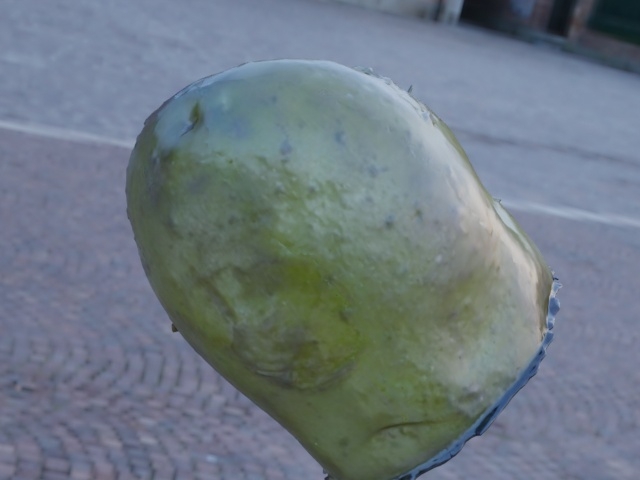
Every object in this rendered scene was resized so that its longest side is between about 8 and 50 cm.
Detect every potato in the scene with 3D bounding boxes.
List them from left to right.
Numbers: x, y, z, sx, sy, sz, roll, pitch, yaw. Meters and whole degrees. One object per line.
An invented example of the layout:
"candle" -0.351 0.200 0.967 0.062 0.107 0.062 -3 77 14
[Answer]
"potato" 0.000 0.000 0.913 0.266 0.229 0.229 54 -9 -29
